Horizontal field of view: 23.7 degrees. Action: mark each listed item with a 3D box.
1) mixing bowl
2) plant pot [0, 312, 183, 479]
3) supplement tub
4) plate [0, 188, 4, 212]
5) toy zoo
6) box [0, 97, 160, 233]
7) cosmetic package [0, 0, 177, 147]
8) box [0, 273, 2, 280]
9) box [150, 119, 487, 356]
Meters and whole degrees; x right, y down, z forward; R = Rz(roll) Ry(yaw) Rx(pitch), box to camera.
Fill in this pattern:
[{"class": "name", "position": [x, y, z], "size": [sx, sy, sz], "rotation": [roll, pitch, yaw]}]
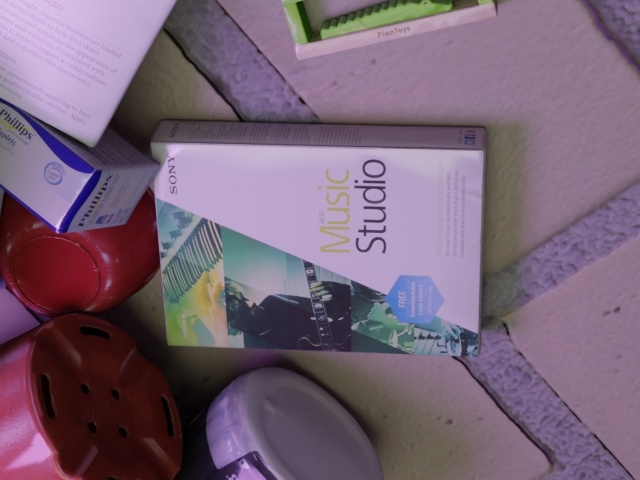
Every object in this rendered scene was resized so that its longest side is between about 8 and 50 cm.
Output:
[{"class": "mixing bowl", "position": [-0.250, 0.011, 1.513], "size": [0.181, 0.098, 0.181], "rotation": [3, 119, 5]}, {"class": "plant pot", "position": [-0.297, 0.217, 1.512], "size": [0.265, 0.272, 0.272], "rotation": [-31, 111, 30]}, {"class": "supplement tub", "position": [-0.110, 0.306, 1.593], "size": [0.207, 0.207, 0.338], "rotation": [39, 117, -14]}, {"class": "plate", "position": [-0.349, -0.026, 1.345], "size": [0.045, 0.277, 0.278], "rotation": [0, 155, 7]}, {"class": "toy zoo", "position": [0.032, -0.315, 1.337], "size": [0.192, 0.030, 0.293], "rotation": [-11, 116, 13]}, {"class": "box", "position": [-0.237, -0.074, 1.402], "size": [0.126, 0.137, 0.072], "rotation": [37, 104, 14]}, {"class": "cosmetic package", "position": [-0.212, -0.216, 1.353], "size": [0.151, 0.151, 0.184], "rotation": [30, 118, -10]}, {"class": "box", "position": [-0.527, 0.023, 1.515], "size": [0.345, 0.168, 0.215], "rotation": [-14, 115, 15]}, {"class": "box", "position": [0.000, 0.000, 1.498], "size": [0.322, 0.058, 0.232], "rotation": [2, 118, 7]}]
